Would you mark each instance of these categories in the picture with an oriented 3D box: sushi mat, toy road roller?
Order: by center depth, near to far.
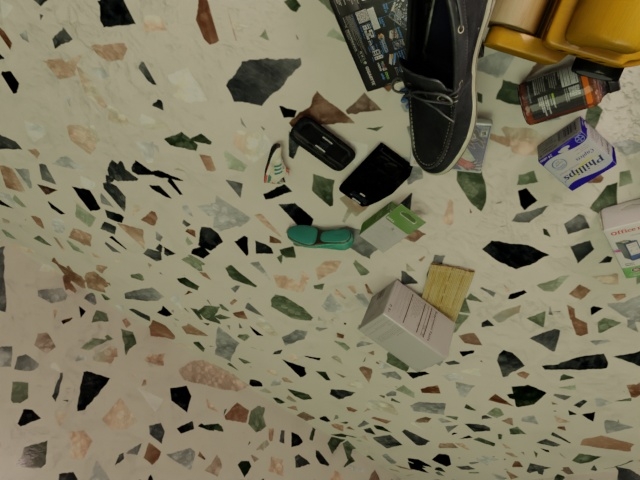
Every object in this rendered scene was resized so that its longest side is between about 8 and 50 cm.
[{"bbox_3d":[0.486,-0.436,0.884,0.329,0.240,0.203,20,109,6],"label":"toy road roller"},{"bbox_3d":[0.454,0.199,1.755,0.151,0.019,0.317,13,137,11],"label":"sushi mat"}]

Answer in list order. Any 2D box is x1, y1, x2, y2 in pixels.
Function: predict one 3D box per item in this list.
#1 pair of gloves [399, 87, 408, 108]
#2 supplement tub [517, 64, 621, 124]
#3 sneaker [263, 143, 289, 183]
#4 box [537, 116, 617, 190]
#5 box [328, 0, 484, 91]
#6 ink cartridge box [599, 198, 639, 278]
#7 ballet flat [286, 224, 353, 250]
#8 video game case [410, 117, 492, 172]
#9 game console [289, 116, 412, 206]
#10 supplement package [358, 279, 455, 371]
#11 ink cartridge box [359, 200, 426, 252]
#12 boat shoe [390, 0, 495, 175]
[{"bbox_3d":[0.302,-0.347,1.247,0.159,0.023,0.198,-9,130,29],"label":"pair of gloves"},{"bbox_3d":[0.564,-0.341,1.087,0.197,0.106,0.106,-13,128,31],"label":"supplement tub"},{"bbox_3d":[-0.130,-0.240,1.514,0.075,0.057,0.161,11,138,-14],"label":"sneaker"},{"bbox_3d":[0.647,-0.217,1.208,0.137,0.072,0.126,34,137,-15],"label":"box"},{"bbox_3d":[0.190,-0.515,1.077,0.293,0.073,0.296,-10,131,27],"label":"box"},{"bbox_3d":[0.889,-0.008,1.315,0.154,0.093,0.212,-19,123,36],"label":"ink cartridge box"},{"bbox_3d":[0.000,0.000,1.687,0.247,0.083,0.087,4,150,20],"label":"ballet flat"},{"bbox_3d":[0.347,-0.260,1.294,0.201,0.023,0.183,8,147,13],"label":"video game case"},{"bbox_3d":[0.079,-0.248,1.424,0.361,0.044,0.213,33,135,-14],"label":"game console"},{"bbox_3d":[0.327,0.324,1.796,0.293,0.175,0.177,37,138,-7],"label":"supplement package"},{"bbox_3d":[0.234,-0.055,1.546,0.109,0.062,0.209,35,136,-15],"label":"ink cartridge box"},{"bbox_3d":[0.244,-0.352,1.019,0.187,0.156,0.500,43,149,36],"label":"boat shoe"}]
